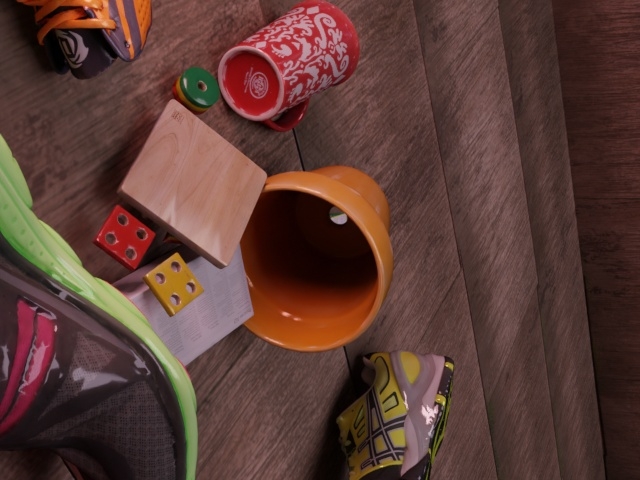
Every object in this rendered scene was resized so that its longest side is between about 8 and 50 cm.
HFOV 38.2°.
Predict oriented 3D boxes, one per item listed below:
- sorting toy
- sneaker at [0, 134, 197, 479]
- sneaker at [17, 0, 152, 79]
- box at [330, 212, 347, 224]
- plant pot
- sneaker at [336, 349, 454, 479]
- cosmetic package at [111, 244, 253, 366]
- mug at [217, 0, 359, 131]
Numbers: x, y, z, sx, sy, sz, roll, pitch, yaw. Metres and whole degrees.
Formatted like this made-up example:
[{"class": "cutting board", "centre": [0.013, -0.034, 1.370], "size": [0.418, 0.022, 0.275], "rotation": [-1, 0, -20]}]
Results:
[{"class": "sorting toy", "centre": [-0.137, -0.045, 0.937], "size": [0.132, 0.046, 0.274], "rotation": [38, 48, -22]}, {"class": "sneaker", "centre": [-0.258, 0.072, 0.664], "size": [0.202, 0.185, 0.482], "rotation": [-54, 132, -29]}, {"class": "sneaker", "centre": [-0.224, -0.211, 0.738], "size": [0.321, 0.125, 0.180], "rotation": [-40, 124, -56]}, {"class": "box", "centre": [0.005, 0.057, 1.273], "size": [0.105, 0.043, 0.179], "rotation": [-18, 104, -62]}, {"class": "plant pot", "centre": [0.000, 0.000, 1.100], "size": [0.188, 0.205, 0.205], "rotation": [-50, 134, -60]}, {"class": "sneaker", "centre": [0.086, 0.318, 1.315], "size": [0.384, 0.147, 0.145], "rotation": [-64, 159, -45]}, {"class": "cosmetic package", "centre": [-0.159, 0.076, 0.935], "size": [0.239, 0.060, 0.098], "rotation": [-34, 117, -58]}, {"class": "mug", "centre": [-0.035, -0.198, 1.121], "size": [0.169, 0.113, 0.150], "rotation": [-43, 126, -51]}]
